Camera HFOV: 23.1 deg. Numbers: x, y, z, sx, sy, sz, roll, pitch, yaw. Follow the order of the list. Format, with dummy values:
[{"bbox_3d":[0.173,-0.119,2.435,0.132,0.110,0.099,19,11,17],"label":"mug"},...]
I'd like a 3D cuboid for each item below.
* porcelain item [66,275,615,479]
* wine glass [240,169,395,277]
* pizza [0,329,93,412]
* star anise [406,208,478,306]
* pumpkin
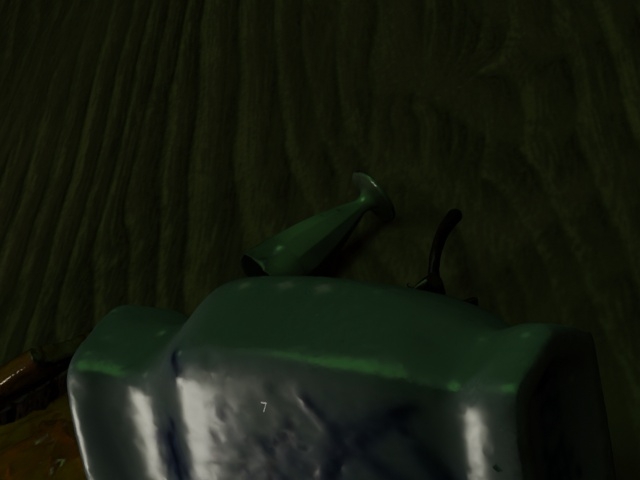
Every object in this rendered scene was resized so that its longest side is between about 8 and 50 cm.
[{"bbox_3d":[0.009,0.141,1.193,0.405,0.242,0.178,-1,17,34],"label":"porcelain item"},{"bbox_3d":[0.000,0.000,1.585,0.155,0.073,0.073,-37,30,-19],"label":"wine glass"},{"bbox_3d":[-0.275,0.122,1.610,0.176,0.036,0.185,-29,-5,-22],"label":"pizza"},{"bbox_3d":[0.081,0.076,1.376,0.234,0.073,0.177,-51,24,-4],"label":"star anise"},{"bbox_3d":[-0.240,0.192,1.466,0.258,0.095,0.290,-31,28,-28],"label":"pumpkin"}]
